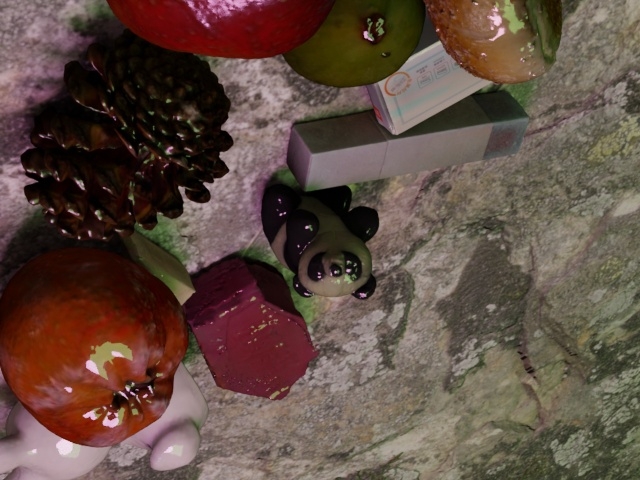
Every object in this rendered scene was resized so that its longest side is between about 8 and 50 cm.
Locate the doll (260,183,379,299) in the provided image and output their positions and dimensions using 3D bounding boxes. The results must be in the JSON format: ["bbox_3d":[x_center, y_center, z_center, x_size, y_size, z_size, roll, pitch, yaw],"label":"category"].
[{"bbox_3d":[0.001,-0.001,1.914,0.144,0.234,0.135,-3,113,-26],"label":"doll"}]

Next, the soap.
[{"bbox_3d":[-0.110,0.148,2.085,0.182,0.112,0.289,-24,142,-6],"label":"soap"}]

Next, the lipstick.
[{"bbox_3d":[0.133,-0.151,1.951,0.372,0.076,0.079,-12,138,-23],"label":"lipstick"}]

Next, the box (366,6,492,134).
[{"bbox_3d":[0.184,-0.272,1.853,0.269,0.079,0.135,-30,141,-3],"label":"box"}]

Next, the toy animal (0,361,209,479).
[{"bbox_3d":[-0.355,0.288,1.961,0.368,0.241,0.196,-24,139,-11],"label":"toy animal"}]

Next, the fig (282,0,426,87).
[{"bbox_3d":[0.043,-0.278,1.645,0.203,0.225,0.202,-5,115,-11],"label":"fig"}]

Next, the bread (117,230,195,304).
[{"bbox_3d":[-0.267,0.057,1.905,0.105,0.077,0.152,-41,139,8],"label":"bread"}]

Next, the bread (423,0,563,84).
[{"bbox_3d":[0.211,-0.340,1.646,0.159,0.305,0.305,-9,145,17],"label":"bread"}]

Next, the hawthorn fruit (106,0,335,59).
[{"bbox_3d":[-0.126,-0.327,1.456,0.307,0.265,0.265,-12,138,-14],"label":"hawthorn fruit"}]

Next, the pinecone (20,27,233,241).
[{"bbox_3d":[-0.252,-0.120,1.626,0.292,0.246,0.246,-33,144,26],"label":"pinecone"}]

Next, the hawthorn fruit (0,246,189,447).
[{"bbox_3d":[-0.317,0.144,1.780,0.284,0.284,0.284,-18,139,-17],"label":"hawthorn fruit"}]
